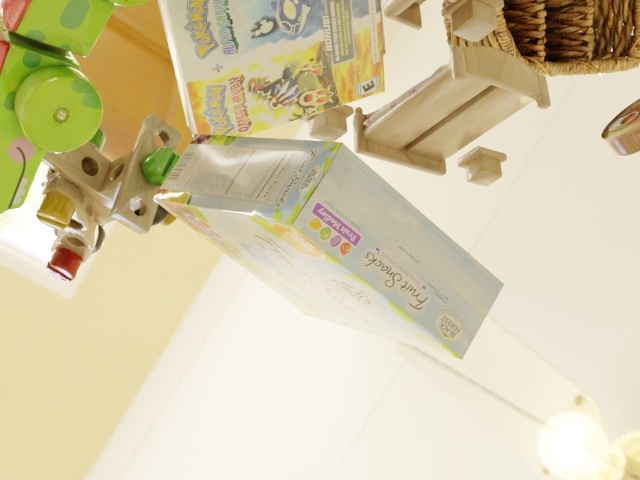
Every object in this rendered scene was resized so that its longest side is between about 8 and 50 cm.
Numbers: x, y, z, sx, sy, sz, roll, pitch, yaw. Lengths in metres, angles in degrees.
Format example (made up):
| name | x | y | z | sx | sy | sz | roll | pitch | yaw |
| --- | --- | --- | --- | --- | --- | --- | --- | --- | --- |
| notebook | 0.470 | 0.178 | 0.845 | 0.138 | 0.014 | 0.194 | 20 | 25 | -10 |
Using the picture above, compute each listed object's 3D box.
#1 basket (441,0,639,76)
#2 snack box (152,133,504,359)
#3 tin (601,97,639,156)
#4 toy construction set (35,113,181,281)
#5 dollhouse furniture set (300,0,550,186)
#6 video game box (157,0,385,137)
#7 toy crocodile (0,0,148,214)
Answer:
| name | x | y | z | sx | sy | sz | roll | pitch | yaw |
| --- | --- | --- | --- | --- | --- | --- | --- | --- | --- |
| basket | 0.308 | -0.378 | 1.552 | 0.223 | 0.213 | 0.299 | 11 | -72 | 40 |
| snack box | 0.000 | 0.000 | 0.813 | 0.207 | 0.174 | 0.070 | 8 | -116 | 57 |
| tin | 0.433 | -0.161 | 1.397 | 0.106 | 0.040 | 0.190 | -42 | -170 | -37 |
| toy construction set | -0.281 | -0.057 | 1.115 | 0.237 | 0.257 | 0.309 | -9 | -153 | 41 |
| dollhouse furniture set | 0.149 | -0.231 | 1.284 | 0.303 | 0.355 | 0.174 | -32 | -126 | 47 |
| video game box | -0.040 | -0.189 | 0.973 | 0.187 | 0.205 | 0.048 | -18 | -131 | -8 |
| toy crocodile | -0.201 | -0.173 | 0.841 | 0.340 | 0.105 | 0.115 | -60 | -142 | 22 |
